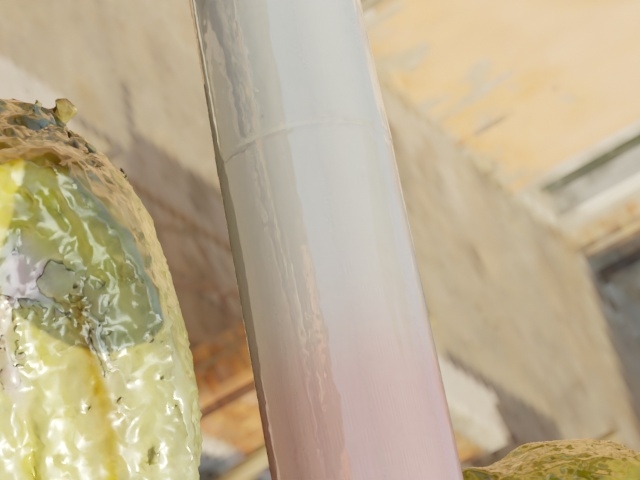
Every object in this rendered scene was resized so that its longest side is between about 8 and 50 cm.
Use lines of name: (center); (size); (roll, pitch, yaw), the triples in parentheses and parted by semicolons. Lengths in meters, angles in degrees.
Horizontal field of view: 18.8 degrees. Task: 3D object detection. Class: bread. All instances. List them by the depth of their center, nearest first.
bread: (-0.182, 0.029, 1.230); (0.375, 0.165, 0.237); (-141, -148, -77)

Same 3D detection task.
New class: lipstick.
lipstick: (0.000, 0.000, 0.919); (0.087, 0.087, 0.327); (32, 43, -57)

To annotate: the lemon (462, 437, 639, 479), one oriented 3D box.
lemon: (0.211, 0.293, 1.471); (0.322, 0.268, 0.268); (37, 21, -6)
